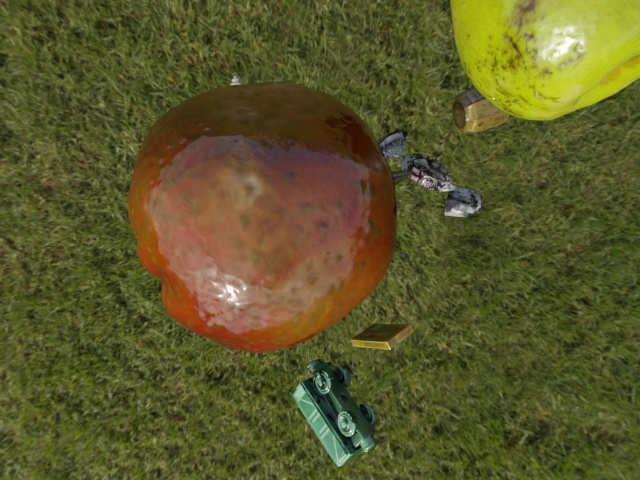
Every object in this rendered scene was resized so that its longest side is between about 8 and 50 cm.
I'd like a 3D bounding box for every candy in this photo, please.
[{"bbox_3d":[0.202,-0.121,0.816,0.226,0.051,0.094,38,53,1],"label":"candy"}]

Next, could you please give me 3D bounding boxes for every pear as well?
[{"bbox_3d":[0.392,-0.405,0.732,0.390,0.391,0.391,0,95,0],"label":"pear"}]

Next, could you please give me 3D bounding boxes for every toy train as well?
[{"bbox_3d":[0.046,0.439,1.163,0.269,0.115,0.154,49,129,31],"label":"toy train"}]

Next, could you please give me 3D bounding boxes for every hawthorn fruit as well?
[{"bbox_3d":[-0.054,-0.042,0.653,0.402,0.403,0.403,0,95,0],"label":"hawthorn fruit"}]

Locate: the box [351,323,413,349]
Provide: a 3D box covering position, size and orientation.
[{"bbox_3d":[0.151,0.238,1.111,0.089,0.156,0.022,-27,94,-32],"label":"box"}]

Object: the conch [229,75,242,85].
[{"bbox_3d":[-0.330,-0.491,1.742,0.148,0.183,0.275,29,118,0],"label":"conch"}]

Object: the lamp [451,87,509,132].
[{"bbox_3d":[0.572,-0.471,1.576,0.185,0.161,0.161,-17,95,-4],"label":"lamp"}]
